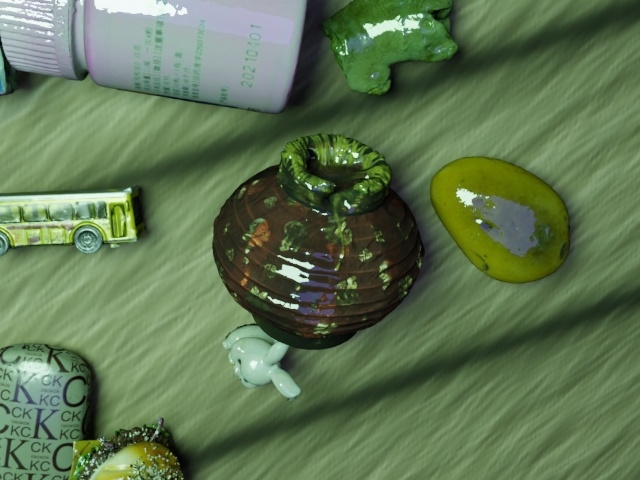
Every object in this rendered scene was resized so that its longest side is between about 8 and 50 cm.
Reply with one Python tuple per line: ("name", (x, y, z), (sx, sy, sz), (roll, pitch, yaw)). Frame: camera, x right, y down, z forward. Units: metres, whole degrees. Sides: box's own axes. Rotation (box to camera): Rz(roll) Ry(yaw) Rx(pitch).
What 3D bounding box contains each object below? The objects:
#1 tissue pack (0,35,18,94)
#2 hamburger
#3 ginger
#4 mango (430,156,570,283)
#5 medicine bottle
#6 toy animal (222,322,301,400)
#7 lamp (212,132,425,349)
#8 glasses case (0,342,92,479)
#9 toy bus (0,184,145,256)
("tissue pack", (-0.459, -0.228, 0.697), (0.264, 0.146, 0.198), (-10, 108, -14))
("hamburger", (-0.237, 0.317, 0.867), (0.164, 0.093, 0.189), (-8, 111, -49))
("ginger", (0.128, -0.285, 0.805), (0.290, 0.089, 0.137), (-47, 68, 12))
("mango", (0.224, -0.027, 0.884), (0.195, 0.098, 0.137), (30, 101, -7))
("medicine bottle", (-0.167, -0.241, 0.746), (0.291, 0.178, 0.178), (7, 101, -8))
("toy animal", (-0.075, 0.148, 0.869), (0.085, 0.124, 0.070), (-9, 99, -7))
("lamp", (0.000, 0.000, 0.791), (0.247, 0.247, 0.246), (-2, 102, -7))
("glasses case", (-0.367, 0.300, 0.883), (0.137, 0.085, 0.354), (8, 102, -9))
("toy bus", (-0.324, -0.023, 0.827), (0.226, 0.081, 0.074), (-3, 98, -3))
